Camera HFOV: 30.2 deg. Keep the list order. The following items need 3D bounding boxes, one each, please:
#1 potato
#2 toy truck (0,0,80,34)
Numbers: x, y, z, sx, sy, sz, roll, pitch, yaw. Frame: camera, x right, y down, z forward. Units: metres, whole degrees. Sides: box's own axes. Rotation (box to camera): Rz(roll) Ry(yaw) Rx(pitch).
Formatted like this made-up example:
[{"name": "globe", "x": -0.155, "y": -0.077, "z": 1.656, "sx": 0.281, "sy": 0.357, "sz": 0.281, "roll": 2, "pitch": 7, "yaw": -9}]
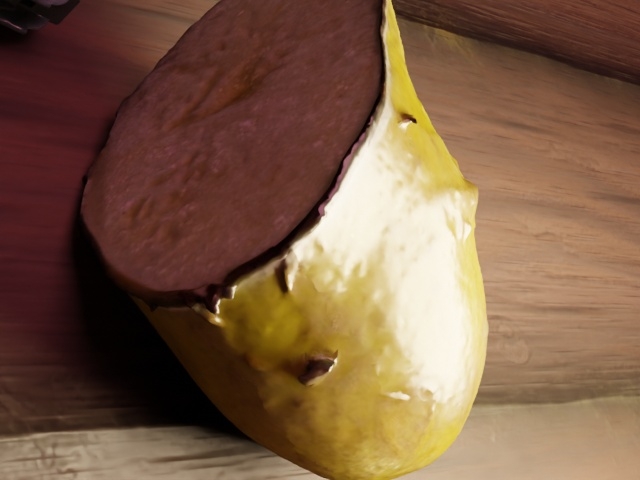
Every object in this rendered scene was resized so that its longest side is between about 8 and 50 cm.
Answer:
[{"name": "potato", "x": 0.000, "y": 0.000, "z": 0.967, "sx": 0.296, "sy": 0.290, "sz": 0.397, "roll": 51, "pitch": 21, "yaw": -35}, {"name": "toy truck", "x": -0.333, "y": -0.299, "z": 0.913, "sx": 0.338, "sy": 0.133, "sz": 0.184, "roll": 23, "pitch": 57, "yaw": -37}]
